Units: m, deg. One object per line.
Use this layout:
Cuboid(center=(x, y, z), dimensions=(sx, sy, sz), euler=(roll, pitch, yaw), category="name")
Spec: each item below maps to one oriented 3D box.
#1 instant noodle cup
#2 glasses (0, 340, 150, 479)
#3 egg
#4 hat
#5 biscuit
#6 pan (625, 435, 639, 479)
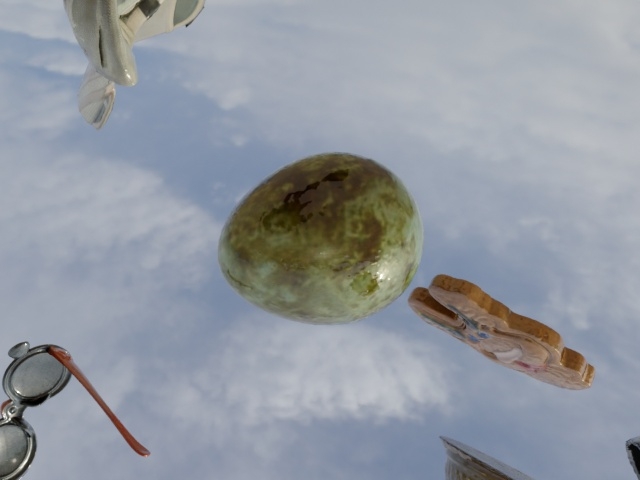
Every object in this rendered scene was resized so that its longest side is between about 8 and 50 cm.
Cuboid(center=(0.243, 0.330, 0.924), dimensions=(0.274, 0.091, 0.274), euler=(28, 174, 3), category="instant noodle cup")
Cuboid(center=(-0.368, 0.290, 1.079), dimensions=(0.268, 0.234, 0.118), euler=(27, -178, 42), category="glasses")
Cuboid(center=(0.000, 0.000, 1.081), dimensions=(0.289, 0.238, 0.238), euler=(-10, -144, -16), category="egg")
Cuboid(center=(-0.196, -0.238, 0.778), dimensions=(0.226, 0.164, 0.219), euler=(-4, -134, 44), category="hat")
Cuboid(center=(0.303, 0.163, 1.316), dimensions=(0.333, 0.202, 0.047), euler=(30, -110, -8), category="biscuit")
Cuboid(center=(0.190, 0.155, 0.429), dimensions=(0.040, 0.212, 0.115), euler=(-22, -101, -2), category="pan")
